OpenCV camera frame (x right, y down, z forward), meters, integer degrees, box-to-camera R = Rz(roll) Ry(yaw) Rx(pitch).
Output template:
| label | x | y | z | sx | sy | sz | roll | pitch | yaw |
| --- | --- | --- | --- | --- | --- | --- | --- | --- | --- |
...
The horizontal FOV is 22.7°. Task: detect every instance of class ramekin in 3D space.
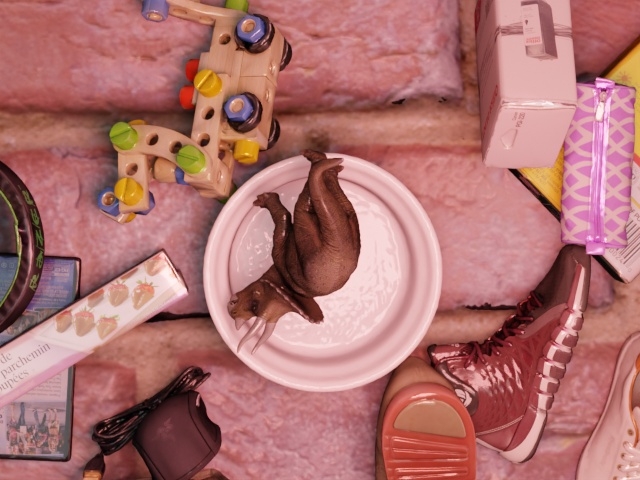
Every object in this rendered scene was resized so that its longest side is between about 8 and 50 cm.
| label | x | y | z | sx | sy | sz | roll | pitch | yaw |
| --- | --- | --- | --- | --- | --- | --- | --- | --- | --- |
| ramekin | 0.001 | 0.035 | 1.897 | 0.277 | 0.135 | 0.277 | 0 | 93 | -2 |

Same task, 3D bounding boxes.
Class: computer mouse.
| label | x | y | z | sx | sy | sz | roll | pitch | yaw |
| --- | --- | --- | --- | --- | --- | --- | --- | --- | --- |
| computer mouse | -0.207 | 0.226 | 1.835 | 0.184 | 0.262 | 0.060 | -35 | 108 | 3 |

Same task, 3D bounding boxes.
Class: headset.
| label | x | y | z | sx | sy | sz | roll | pitch | yaw |
| --- | --- | --- | --- | --- | --- | --- | --- | --- | --- |
| headset | -0.523 | 0.015 | 1.841 | 0.394 | 0.185 | 0.243 | -6 | 90 | 10 |

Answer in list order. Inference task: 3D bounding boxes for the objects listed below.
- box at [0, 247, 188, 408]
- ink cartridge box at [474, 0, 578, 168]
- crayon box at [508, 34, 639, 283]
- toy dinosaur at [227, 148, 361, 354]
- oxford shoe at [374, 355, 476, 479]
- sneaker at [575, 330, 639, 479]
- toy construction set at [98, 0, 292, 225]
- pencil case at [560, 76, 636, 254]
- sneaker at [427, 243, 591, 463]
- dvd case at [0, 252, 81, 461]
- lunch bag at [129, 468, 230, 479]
| label | x | y | z | sx | sy | sz | roll | pitch | yaw |
| --- | --- | --- | --- | --- | --- | --- | --- | --- | --- |
| box | -0.308 | 0.118 | 1.901 | 0.324 | 0.067 | 0.063 | -31 | 94 | -2 |
| ink cartridge box | 0.235 | -0.212 | 1.845 | 0.092 | 0.158 | 0.218 | 2 | 65 | -2 |
| crayon box | 0.411 | -0.129 | 1.935 | 0.318 | 0.081 | 0.202 | -44 | 93 | 1 |
| toy dinosaur | 0.000 | 0.000 | 1.728 | 0.121 | 0.313 | 0.160 | -2 | 69 | -28 |
| oxford shoe | 0.129 | 0.329 | 1.925 | 0.140 | 0.146 | 0.397 | 1 | 112 | -5 |
| sneaker | 0.381 | 0.257 | 1.934 | 0.105 | 0.123 | 0.290 | 9 | 94 | -5 |
| toy construction set | -0.156 | -0.180 | 1.885 | 0.215 | 0.151 | 0.328 | 0 | 85 | 22 |
| pencil case | 0.324 | -0.089 | 1.849 | 0.086 | 0.088 | 0.206 | 1 | 94 | -3 |
| sneaker | 0.218 | 0.121 | 1.920 | 0.162 | 0.106 | 0.281 | 17 | 99 | 1 |
| dvd case | -0.388 | 0.141 | 1.941 | 0.180 | 0.022 | 0.253 | 3 | 92 | -4 |
| lunch bag | -0.143 | 0.388 | 1.751 | 0.168 | 0.287 | 0.235 | -5 | 92 | -16 |
